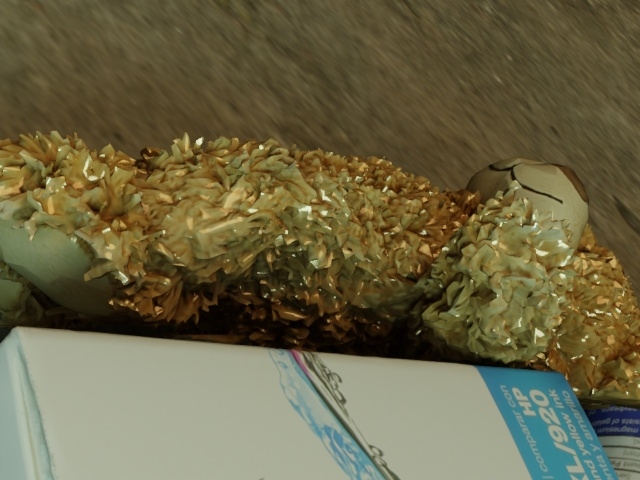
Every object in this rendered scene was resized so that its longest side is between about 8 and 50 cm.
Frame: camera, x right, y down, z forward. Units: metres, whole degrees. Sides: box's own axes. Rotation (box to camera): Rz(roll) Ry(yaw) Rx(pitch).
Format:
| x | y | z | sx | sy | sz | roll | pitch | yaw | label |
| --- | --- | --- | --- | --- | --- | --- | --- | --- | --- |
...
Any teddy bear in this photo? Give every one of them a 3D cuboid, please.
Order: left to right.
| x | y | z | sx | sy | sz | roll | pitch | yaw | label |
| --- | --- | --- | --- | --- | --- | --- | --- | --- | --- |
| 0.000 | 0.000 | 0.557 | 0.338 | 0.245 | 0.113 | 8 | 81 | -11 | teddy bear |

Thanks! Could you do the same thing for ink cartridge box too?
| x | y | z | sx | sy | sz | roll | pitch | yaw | label |
| --- | --- | --- | --- | --- | --- | --- | --- | --- | --- |
| -0.019 | 0.146 | 0.418 | 0.232 | 0.171 | 0.168 | 9 | 49 | -40 | ink cartridge box |

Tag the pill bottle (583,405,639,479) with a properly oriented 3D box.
| x | y | z | sx | sy | sz | roll | pitch | yaw | label |
| --- | --- | --- | --- | --- | --- | --- | --- | --- | --- |
| 0.161 | 0.137 | 0.634 | 0.112 | 0.112 | 0.187 | 36 | 56 | -12 | pill bottle |
